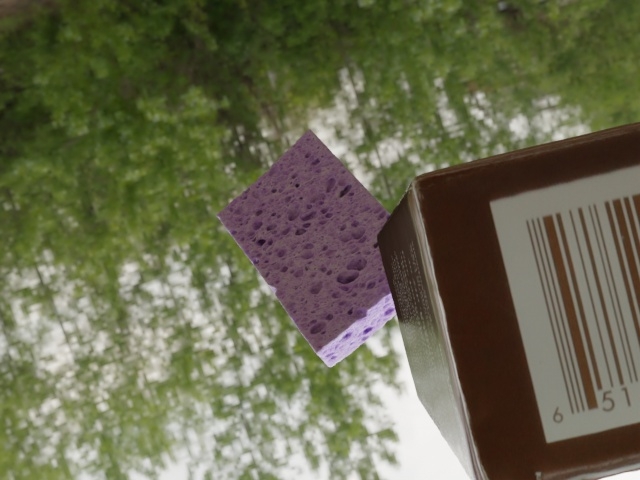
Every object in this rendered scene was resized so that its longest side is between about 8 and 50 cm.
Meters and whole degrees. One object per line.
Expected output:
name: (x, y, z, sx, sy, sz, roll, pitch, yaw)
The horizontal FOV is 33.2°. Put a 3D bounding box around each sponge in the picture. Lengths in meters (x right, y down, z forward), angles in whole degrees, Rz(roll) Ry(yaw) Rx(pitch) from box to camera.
sponge: (0.000, 0.000, 0.901, 0.117, 0.031, 0.210, -41, -135, 1)

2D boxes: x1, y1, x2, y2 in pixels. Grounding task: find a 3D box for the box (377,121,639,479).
box: (0.140, 0.027, 0.590, 0.191, 0.143, 0.381, -13, 179, 2)
